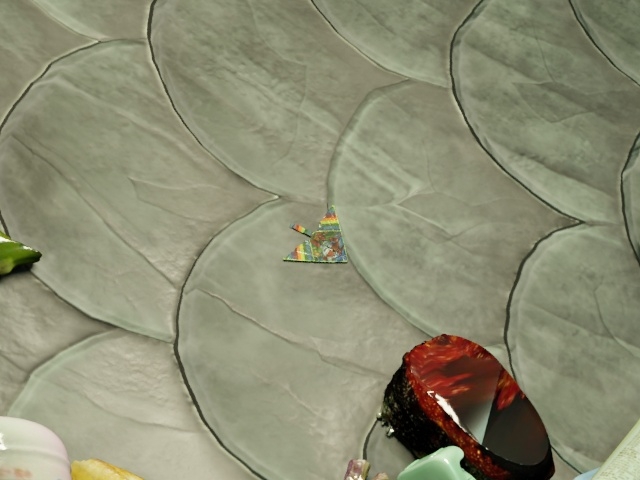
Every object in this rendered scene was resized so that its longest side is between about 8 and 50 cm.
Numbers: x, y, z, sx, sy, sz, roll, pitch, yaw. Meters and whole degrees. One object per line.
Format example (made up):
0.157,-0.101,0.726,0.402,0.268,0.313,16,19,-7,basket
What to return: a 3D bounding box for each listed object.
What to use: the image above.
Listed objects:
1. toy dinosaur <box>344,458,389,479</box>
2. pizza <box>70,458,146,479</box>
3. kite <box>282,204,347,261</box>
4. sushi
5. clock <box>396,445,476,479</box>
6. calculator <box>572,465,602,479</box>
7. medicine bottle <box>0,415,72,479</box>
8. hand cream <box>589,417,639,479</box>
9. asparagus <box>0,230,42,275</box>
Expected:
0.031,0.374,1.949,0.200,0.072,0.251,35,63,17,toy dinosaur
-0.159,0.310,1.874,0.271,0.134,0.056,24,84,-4,pizza
0.000,0.000,2.216,0.090,0.004,0.122,33,52,3,kite
0.181,0.227,2.063,0.136,0.126,0.225,-29,66,-32,sushi
0.155,0.315,2.004,0.041,0.101,0.135,-30,89,-45,clock
0.404,0.328,2.129,0.210,0.039,0.121,-15,62,-28,calculator
-0.356,0.349,1.691,0.241,0.241,0.302,-2,67,-22,medicine bottle
0.391,0.301,2.061,0.147,0.093,0.306,43,52,17,hand cream
-0.467,0.020,1.979,0.287,0.080,0.080,-14,64,-28,asparagus
